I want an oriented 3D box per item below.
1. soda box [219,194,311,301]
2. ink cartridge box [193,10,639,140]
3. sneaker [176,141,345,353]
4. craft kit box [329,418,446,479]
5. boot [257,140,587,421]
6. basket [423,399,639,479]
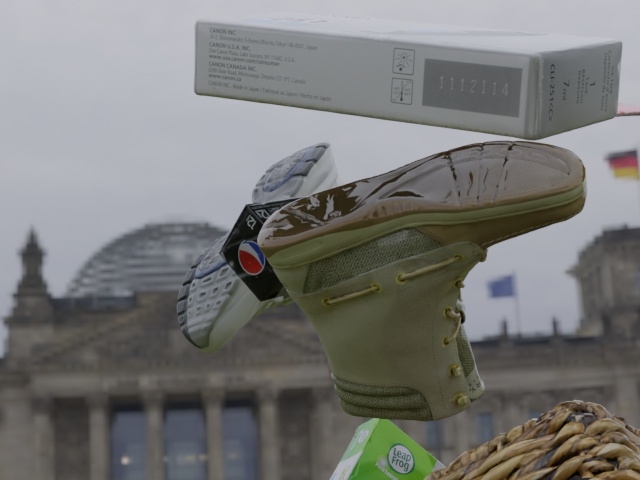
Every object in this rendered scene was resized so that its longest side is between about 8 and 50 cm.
[{"bbox_3d":[0.000,0.000,1.170,0.169,0.060,0.053,-12,-38,-50],"label":"soda box"},{"bbox_3d":[0.094,-0.136,1.126,0.296,0.066,0.261,11,16,33],"label":"ink cartridge box"},{"bbox_3d":[-0.039,0.021,1.520,0.111,0.297,0.129,-15,-62,45],"label":"sneaker"},{"bbox_3d":[0.094,0.354,1.519,0.250,0.246,0.061,40,-40,-10],"label":"craft kit box"},{"bbox_3d":[0.085,0.032,0.936,0.213,0.077,0.165,-14,-61,18],"label":"boot"},{"bbox_3d":[0.123,0.270,0.831,0.213,0.223,0.299,33,-67,-28],"label":"basket"}]
